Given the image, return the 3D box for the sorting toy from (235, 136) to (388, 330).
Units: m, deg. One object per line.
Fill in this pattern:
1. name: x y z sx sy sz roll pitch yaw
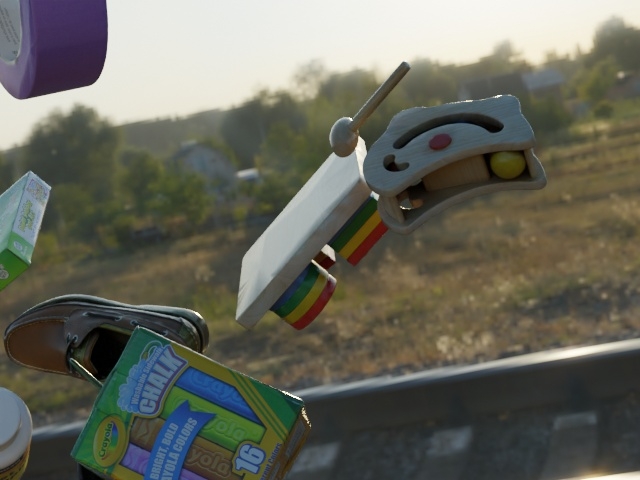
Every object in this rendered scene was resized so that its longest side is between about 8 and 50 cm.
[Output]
1. sorting toy: 0.000 0.000 1.706 0.255 0.089 0.257 -49 13 14

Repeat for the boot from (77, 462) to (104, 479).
1. boot: -0.253 0.459 1.872 0.118 0.338 0.222 -40 -26 20

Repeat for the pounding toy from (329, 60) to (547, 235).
1. pounding toy: 0.127 -0.115 1.485 0.269 0.155 0.154 -6 42 21

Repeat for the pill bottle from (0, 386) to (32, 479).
1. pill bottle: -0.454 0.270 1.670 0.117 0.117 0.215 -14 -20 -21

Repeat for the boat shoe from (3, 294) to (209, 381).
1. boat shoe: -0.315 0.140 1.709 0.307 0.111 0.104 -5 15 16

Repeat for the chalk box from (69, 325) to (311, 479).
1. chalk box: -0.180 0.230 1.489 0.289 0.179 0.180 23 -16 10

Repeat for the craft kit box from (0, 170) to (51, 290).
1. craft kit box: -0.565 0.031 2.042 0.250 0.061 0.247 -38 30 19

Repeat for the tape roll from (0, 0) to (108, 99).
1. tape roll: -0.341 -0.307 1.436 0.090 0.275 0.275 -16 6 -26
